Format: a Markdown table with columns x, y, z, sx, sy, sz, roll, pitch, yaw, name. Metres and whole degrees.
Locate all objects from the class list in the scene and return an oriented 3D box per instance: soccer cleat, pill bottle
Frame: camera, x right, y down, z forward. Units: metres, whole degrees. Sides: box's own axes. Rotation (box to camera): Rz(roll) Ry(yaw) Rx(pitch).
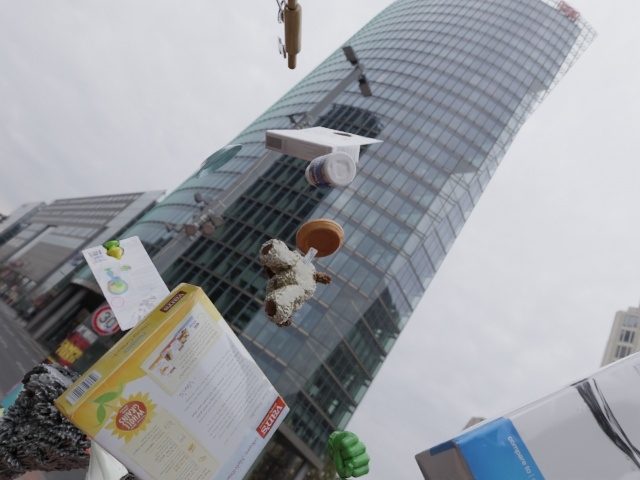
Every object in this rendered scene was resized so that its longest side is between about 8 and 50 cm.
| x | y | z | sx | sy | sz | roll | pitch | yaw | name |
| --- | --- | --- | --- | --- | --- | --- | --- | --- | --- |
| -0.386 | 0.404 | 0.773 | 0.076 | 0.196 | 0.068 | -1 | -42 | -12 | soccer cleat |
| 0.015 | -0.139 | 0.860 | 0.067 | 0.067 | 0.120 | 50 | -17 | -19 | pill bottle |

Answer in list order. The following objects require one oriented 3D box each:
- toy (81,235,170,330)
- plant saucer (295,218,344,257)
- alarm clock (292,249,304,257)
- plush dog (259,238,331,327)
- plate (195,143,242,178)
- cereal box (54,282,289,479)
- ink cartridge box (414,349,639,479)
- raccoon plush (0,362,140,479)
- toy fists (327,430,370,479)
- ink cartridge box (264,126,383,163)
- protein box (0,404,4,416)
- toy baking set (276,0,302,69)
| x | y | z | sx | sy | sz | roll | pitch | yaw | name |
| --- | --- | --- | --- | --- | --- | --- | --- | --- | --- |
| -0.468 | 0.106 | 1.045 | 0.237 | 0.136 | 0.056 | 55 | -42 | 17 | toy |
| 0.000 | 0.000 | 1.736 | 0.199 | 0.037 | 0.200 | -4 | -50 | -5 | plant saucer |
| -0.143 | 0.104 | 1.875 | 0.064 | 0.129 | 0.192 | 45 | -23 | -4 | alarm clock |
| -0.101 | 0.147 | 1.354 | 0.210 | 0.263 | 0.225 | 2 | -24 | -25 | plush dog |
| -0.340 | -0.268 | 1.408 | 0.024 | 0.188 | 0.188 | 54 | -31 | -6 | plate |
| -0.148 | 0.195 | 0.497 | 0.047 | 0.173 | 0.240 | 5 | -48 | 42 | cereal box |
| 0.393 | 0.351 | 0.715 | 0.285 | 0.394 | 0.166 | 90 | -22 | -59 | ink cartridge box |
| -0.563 | 0.459 | 0.862 | 0.446 | 0.299 | 0.216 | 23 | -25 | 33 | raccoon plush |
| 0.093 | 0.758 | 1.363 | 0.096 | 0.279 | 0.142 | 6 | -12 | -40 | toy fists |
| 0.010 | -0.313 | 1.397 | 0.296 | 0.261 | 0.066 | 24 | -62 | 38 | ink cartridge box |
| -0.648 | 0.338 | 0.638 | 0.136 | 0.201 | 0.200 | 62 | -1 | -31 | protein box |
| -0.060 | -0.417 | 0.766 | 0.030 | 0.197 | 0.256 | -7 | -29 | -7 | toy baking set |
